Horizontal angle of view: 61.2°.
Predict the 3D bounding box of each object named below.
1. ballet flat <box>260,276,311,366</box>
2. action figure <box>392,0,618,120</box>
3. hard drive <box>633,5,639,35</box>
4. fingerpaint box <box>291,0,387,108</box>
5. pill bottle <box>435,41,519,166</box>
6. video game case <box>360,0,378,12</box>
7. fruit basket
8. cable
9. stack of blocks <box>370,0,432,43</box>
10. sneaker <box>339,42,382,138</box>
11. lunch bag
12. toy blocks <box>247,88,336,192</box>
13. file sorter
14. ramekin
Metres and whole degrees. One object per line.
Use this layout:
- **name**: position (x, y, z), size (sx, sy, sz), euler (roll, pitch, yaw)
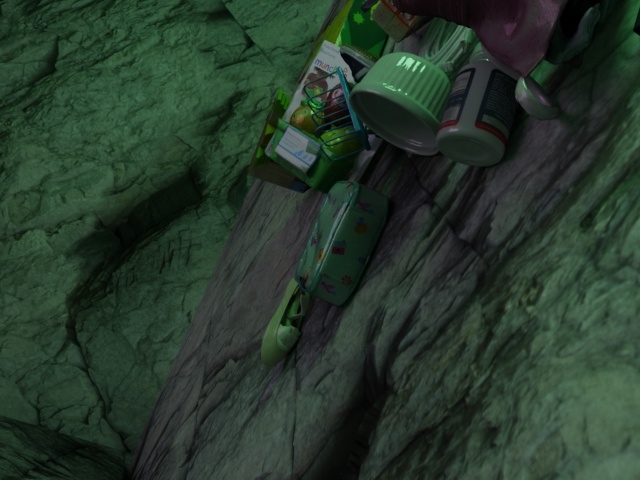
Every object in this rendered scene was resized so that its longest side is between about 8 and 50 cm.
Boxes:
- **ballet flat**: position (-0.077, 0.201, 1.365), size (0.086, 0.086, 0.249), euler (-27, 40, 64)
- **action figure**: position (0.226, -0.355, 0.794), size (0.248, 0.369, 0.276), euler (-17, -54, -57)
- **hard drive**: position (0.425, -0.316, 0.629), size (0.135, 0.022, 0.094), euler (-69, 17, -11)
- **fingerpaint box**: position (0.049, -0.586, 1.901), size (0.372, 0.163, 0.444), euler (-69, 17, -13)
- **pill bottle**: position (0.258, -0.219, 0.856), size (0.108, 0.107, 0.180), euler (-15, 52, 69)
- **video game case**: position (0.223, -0.664, 1.300), size (0.196, 0.026, 0.274), euler (-46, 16, -17)
- **fruit basket**: position (0.026, -0.313, 1.411), size (0.327, 0.165, 0.353), euler (38, 109, 30)
- **cable**: position (0.283, -0.410, 1.079), size (0.257, 0.089, 0.257), euler (-66, 16, -3)
- **stack of blocks**: position (0.251, -0.564, 1.179), size (0.297, 0.087, 0.171), euler (-46, 0, -40)
- **sneaker**: position (0.122, -0.340, 1.263), size (0.282, 0.099, 0.153), euler (43, 121, 29)
- **lunch bag**: position (0.035, 0.004, 1.228), size (0.279, 0.107, 0.224), euler (-65, 17, 1)
- **toy blocks**: position (-0.061, -0.287, 1.703), size (0.381, 0.260, 0.191), euler (123, 160, -50)
- **file sorter**: position (0.037, -0.291, 1.272), size (0.118, 0.104, 0.171), euler (37, -143, -69)
- **ramekin**: position (0.168, -0.267, 1.049), size (0.109, 0.207, 0.207), euler (-58, 16, -6)
